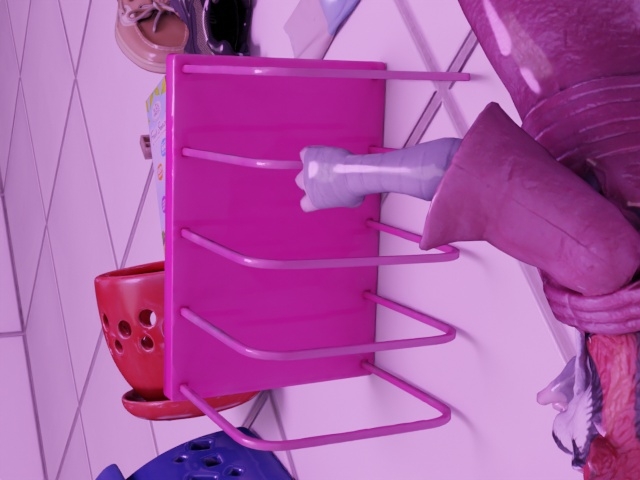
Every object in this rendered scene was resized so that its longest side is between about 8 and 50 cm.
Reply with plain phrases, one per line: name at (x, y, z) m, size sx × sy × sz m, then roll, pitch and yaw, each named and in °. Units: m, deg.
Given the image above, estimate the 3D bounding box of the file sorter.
file sorter at (0.000, 0.000, 0.810) m, size 0.182 × 0.202 × 0.291 m, roll 18°, pitch 109°, yaw 60°

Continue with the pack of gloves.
pack of gloves at (-0.016, -0.295, 0.989) m, size 0.232 × 0.046 × 0.195 m, roll -49°, pitch 50°, yaw 55°

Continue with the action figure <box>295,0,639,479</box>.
action figure at (0.158, -0.043, 0.495) m, size 0.275 × 0.248 × 0.370 m, roll -25°, pitch 56°, yaw 35°

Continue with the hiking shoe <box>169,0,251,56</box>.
hiking shoe at (-0.123, -0.294, 1.197) m, size 0.114 × 0.086 × 0.227 m, roll -29°, pitch 72°, yaw 48°

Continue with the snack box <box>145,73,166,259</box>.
snack box at (-0.067, -0.050, 0.970) m, size 0.070 × 0.174 × 0.207 m, roll -30°, pitch 65°, yaw 58°

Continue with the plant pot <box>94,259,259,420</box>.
plant pot at (-0.153, 0.109, 1.161) m, size 0.191 × 0.191 × 0.174 m, roll -5°, pitch 95°, yaw 65°

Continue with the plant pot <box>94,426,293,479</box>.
plant pot at (-0.144, 0.373, 1.133) m, size 0.236 × 0.212 × 0.236 m, roll -148°, pitch 58°, yaw -60°

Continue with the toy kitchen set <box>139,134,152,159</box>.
toy kitchen set at (-0.194, -0.139, 1.344) m, size 0.083 × 0.075 × 0.068 m, roll 109°, pitch 146°, yaw -46°

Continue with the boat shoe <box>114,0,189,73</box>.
boat shoe at (-0.232, -0.332, 1.373) m, size 0.089 × 0.104 × 0.285 m, roll 108°, pitch 149°, yaw -41°
